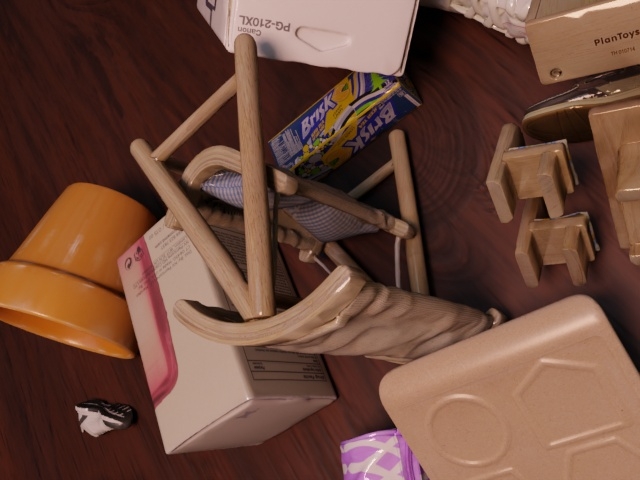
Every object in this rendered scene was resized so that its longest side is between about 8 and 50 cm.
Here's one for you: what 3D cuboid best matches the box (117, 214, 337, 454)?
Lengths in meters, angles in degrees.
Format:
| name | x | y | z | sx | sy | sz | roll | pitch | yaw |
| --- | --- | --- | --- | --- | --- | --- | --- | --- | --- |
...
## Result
| name | x | y | z | sx | sy | sz | roll | pitch | yaw |
| --- | --- | --- | --- | --- | --- | --- | --- | --- | --- |
| box | -0.106 | 0.095 | 0.686 | 0.126 | 0.148 | 0.232 | -36 | 60 | 24 |

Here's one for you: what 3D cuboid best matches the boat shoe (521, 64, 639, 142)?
| name | x | y | z | sx | sy | sz | roll | pitch | yaw |
| --- | --- | --- | --- | --- | --- | --- | --- | --- | --- |
| boat shoe | 0.254 | -0.125 | 0.547 | 0.152 | 0.056 | 0.049 | -7 | 61 | 33 |

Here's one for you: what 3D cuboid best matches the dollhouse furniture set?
| name | x | y | z | sx | sy | sz | roll | pitch | yaw |
| --- | --- | --- | --- | --- | --- | --- | --- | --- | --- |
| dollhouse furniture set | 0.243 | -0.101 | 0.465 | 0.212 | 0.242 | 0.161 | -6 | 40 | 34 |

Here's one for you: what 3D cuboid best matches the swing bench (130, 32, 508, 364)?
| name | x | y | z | sx | sy | sz | roll | pitch | yaw |
| --- | --- | --- | --- | --- | --- | --- | --- | --- | --- |
| swing bench | 0.000 | 0.000 | 0.560 | 0.165 | 0.253 | 0.255 | -38 | 57 | 25 |

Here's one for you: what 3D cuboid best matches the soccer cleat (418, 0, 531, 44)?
| name | x | y | z | sx | sy | sz | roll | pitch | yaw |
| --- | --- | --- | --- | --- | --- | --- | --- | --- | --- |
| soccer cleat | 0.190 | -0.235 | 0.576 | 0.331 | 0.116 | 0.143 | 8 | 87 | 37 |

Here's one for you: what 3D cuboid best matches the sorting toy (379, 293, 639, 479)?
| name | x | y | z | sx | sy | sz | roll | pitch | yaw |
| --- | --- | --- | --- | --- | --- | --- | --- | --- | --- |
| sorting toy | 0.175 | 0.165 | 0.502 | 0.193 | 0.038 | 0.208 | -29 | 92 | 26 |

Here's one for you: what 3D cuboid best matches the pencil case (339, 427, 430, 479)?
| name | x | y | z | sx | sy | sz | roll | pitch | yaw |
| --- | --- | --- | --- | --- | --- | --- | --- | --- | --- |
| pencil case | 0.074 | 0.268 | 0.552 | 0.088 | 0.086 | 0.206 | 129 | 131 | -58 |

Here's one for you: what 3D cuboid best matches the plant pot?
| name | x | y | z | sx | sy | sz | roll | pitch | yaw |
| --- | --- | --- | --- | --- | --- | --- | --- | --- | --- |
| plant pot | -0.311 | 0.034 | 0.831 | 0.205 | 0.205 | 0.188 | 0 | 64 | 36 |

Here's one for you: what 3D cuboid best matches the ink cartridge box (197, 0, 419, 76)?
| name | x | y | z | sx | sy | sz | roll | pitch | yaw |
| --- | --- | --- | --- | --- | --- | --- | --- | --- | --- |
| ink cartridge box | -0.025 | -0.251 | 0.635 | 0.237 | 0.171 | 0.100 | -120 | 37 | -58 |

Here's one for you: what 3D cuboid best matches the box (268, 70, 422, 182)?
| name | x | y | z | sx | sy | sz | roll | pitch | yaw |
| --- | --- | --- | --- | --- | --- | --- | --- | --- | --- |
| box | 0.025 | -0.132 | 0.702 | 0.169 | 0.059 | 0.054 | -35 | 62 | 24 |

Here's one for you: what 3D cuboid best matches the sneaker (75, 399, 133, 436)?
| name | x | y | z | sx | sy | sz | roll | pitch | yaw |
| --- | --- | --- | --- | --- | --- | --- | --- | --- | --- |
| sneaker | -0.292 | 0.247 | 0.856 | 0.109 | 0.040 | 0.044 | -1 | 94 | 39 |
